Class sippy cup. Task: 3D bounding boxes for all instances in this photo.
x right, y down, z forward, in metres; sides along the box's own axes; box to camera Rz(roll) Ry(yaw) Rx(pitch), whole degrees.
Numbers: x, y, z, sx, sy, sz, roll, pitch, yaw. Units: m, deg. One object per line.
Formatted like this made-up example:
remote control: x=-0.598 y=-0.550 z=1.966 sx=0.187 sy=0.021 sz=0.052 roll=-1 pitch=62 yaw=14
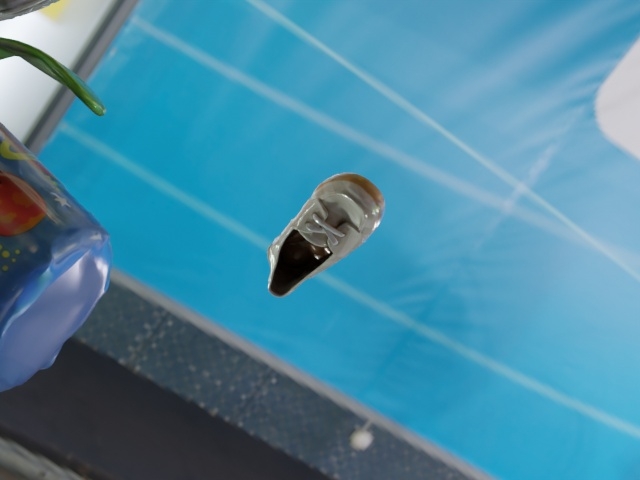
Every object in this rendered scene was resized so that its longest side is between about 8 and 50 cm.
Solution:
sippy cup: x=-0.301 y=0.001 z=1.027 sx=0.224 sy=0.305 sz=0.240 roll=36 pitch=-145 yaw=14

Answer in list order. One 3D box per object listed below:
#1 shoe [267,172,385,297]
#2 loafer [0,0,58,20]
shoe: x=0.000 y=0.000 z=1.312 sx=0.077 sy=0.219 sz=0.058 roll=34 pitch=-124 yaw=-7
loafer: x=-0.312 y=-0.380 z=1.566 sx=0.319 sy=0.112 sz=0.111 roll=-47 pitch=-62 yaw=-37
